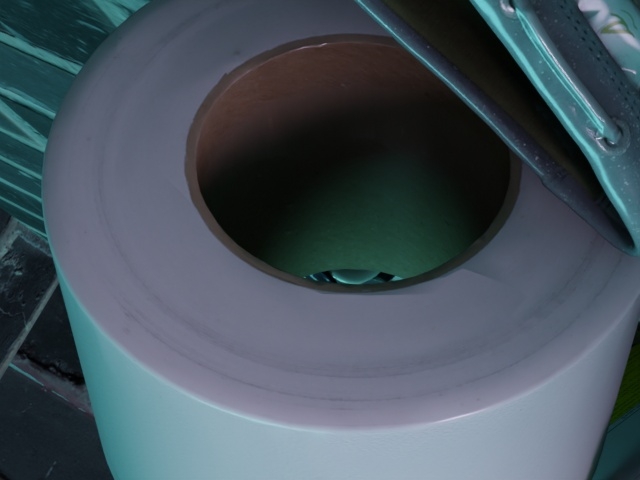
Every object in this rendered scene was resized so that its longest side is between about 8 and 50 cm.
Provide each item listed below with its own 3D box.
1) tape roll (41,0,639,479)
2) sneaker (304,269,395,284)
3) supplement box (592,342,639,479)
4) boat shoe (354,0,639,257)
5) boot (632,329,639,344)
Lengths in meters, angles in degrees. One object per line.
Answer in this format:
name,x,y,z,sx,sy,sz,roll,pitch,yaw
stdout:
tape roll,0.013,0.016,0.648,0.246,0.246,0.169,27,149,20
sneaker,0.000,0.000,1.175,0.153,0.094,0.235,36,163,19
supplement box,0.219,0.166,0.783,0.195,0.194,0.356,57,163,1
boat shoe,0.015,-0.116,0.505,0.320,0.103,0.118,33,170,-18
boot,0.303,0.160,1.097,0.262,0.095,0.203,22,167,46
